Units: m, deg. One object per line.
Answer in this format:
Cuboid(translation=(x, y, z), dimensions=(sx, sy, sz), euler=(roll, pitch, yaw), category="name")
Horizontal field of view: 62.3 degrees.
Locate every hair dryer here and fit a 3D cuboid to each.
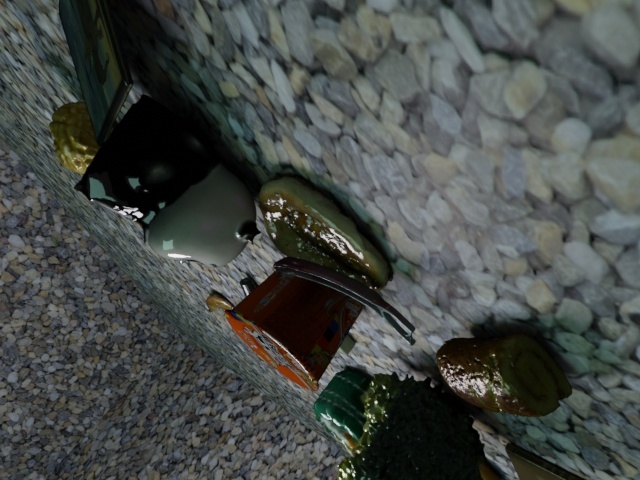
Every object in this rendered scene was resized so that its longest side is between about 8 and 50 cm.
Cuboid(translation=(-0.122, 0.198, 1.501), dimensions=(0.219, 0.075, 0.195), euler=(8, 133, 37), category="hair dryer")

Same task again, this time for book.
Cuboid(translation=(0.547, 0.542, 1.090), dimensions=(0.310, 0.021, 0.216), euler=(17, 148, 45), category="book")

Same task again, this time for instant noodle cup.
Cuboid(translation=(-0.046, 0.161, 1.115), dimensions=(0.250, 0.192, 0.250), euler=(34, 157, 17), category="instant noodle cup")

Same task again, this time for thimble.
Cuboid(translation=(0.119, 0.513, 1.527), dimensions=(0.254, 0.167, 0.288), euler=(25, 152, 35), category="thimble")

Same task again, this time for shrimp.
Cuboid(translation=(-0.374, 0.254, 2.013), dimensions=(0.133, 0.053, 0.236), euler=(24, 156, -11), category="shrimp")

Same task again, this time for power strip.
Cuboid(translation=(0.014, 0.218, 1.318), dimensions=(0.175, 0.042, 0.075), euler=(49, 158, -18), category="power strip")

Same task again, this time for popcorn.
Cuboid(translation=(-0.570, -0.245, 1.271), dimensions=(0.180, 0.170, 0.179), euler=(6, 117, 12), category="popcorn")

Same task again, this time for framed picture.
Cuboid(translation=(-0.361, -0.311, 0.828), dimensions=(0.347, 0.016, 0.264), euler=(-8, 99, 62), category="framed picture")

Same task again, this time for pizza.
Cuboid(translation=(0.362, 0.570, 1.387), dimensions=(0.271, 0.056, 0.134), euler=(43, 149, -2), category="pizza")

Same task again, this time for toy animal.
Cuboid(translation=(-0.260, -0.085, 0.978), dimensions=(0.310, 0.250, 0.251), euler=(36, 161, -22), category="toy animal")

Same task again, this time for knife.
Cuboid(translation=(0.045, 0.092, 0.922), dimensions=(0.278, 0.053, 0.123), euler=(28, 161, 19), category="knife")

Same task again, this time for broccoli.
Cuboid(translation=(0.180, 0.476, 1.124), dimensions=(0.293, 0.347, 0.281), euler=(37, 153, -8), category="broccoli")

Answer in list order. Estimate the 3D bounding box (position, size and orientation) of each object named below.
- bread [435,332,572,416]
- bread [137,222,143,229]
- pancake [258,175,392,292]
Cuboid(translation=(0.270, 0.204, 0.806), dimensions=(0.132, 0.103, 0.172), euler=(47, 160, -6), category="bread")
Cuboid(translation=(-0.399, -0.111, 1.249), dimensions=(0.149, 0.143, 0.158), euler=(48, 157, 0), category="bread")
Cuboid(translation=(0.001, 0.000, 0.939), dimensions=(0.283, 0.049, 0.282), euler=(31, 156, 15), category="pancake")
